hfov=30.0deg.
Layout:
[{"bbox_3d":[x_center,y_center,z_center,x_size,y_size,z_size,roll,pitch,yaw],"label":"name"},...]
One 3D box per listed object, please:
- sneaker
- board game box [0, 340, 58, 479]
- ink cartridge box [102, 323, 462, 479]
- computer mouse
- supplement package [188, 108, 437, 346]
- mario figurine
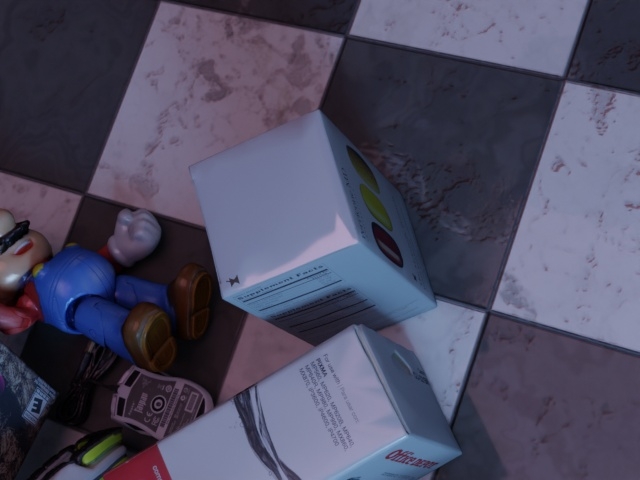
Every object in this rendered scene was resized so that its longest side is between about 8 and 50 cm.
[{"bbox_3d":[-0.261,0.298,1.128,0.111,0.300,0.121,-27,98,41],"label":"sneaker"},{"bbox_3d":[-0.426,0.205,1.136,0.141,0.232,0.291,2,56,33],"label":"board game box"},{"bbox_3d":[-0.027,0.204,1.100,0.272,0.197,0.114,-32,67,10],"label":"ink cartridge box"},{"bbox_3d":[-0.187,0.171,1.260,0.193,0.042,0.106,16,76,30],"label":"computer mouse"},{"bbox_3d":[0.000,0.000,1.123,0.133,0.244,0.139,-22,68,14],"label":"supplement package"},{"bbox_3d":[-0.284,0.028,1.258,0.320,0.198,0.170,13,87,22],"label":"mario figurine"}]
